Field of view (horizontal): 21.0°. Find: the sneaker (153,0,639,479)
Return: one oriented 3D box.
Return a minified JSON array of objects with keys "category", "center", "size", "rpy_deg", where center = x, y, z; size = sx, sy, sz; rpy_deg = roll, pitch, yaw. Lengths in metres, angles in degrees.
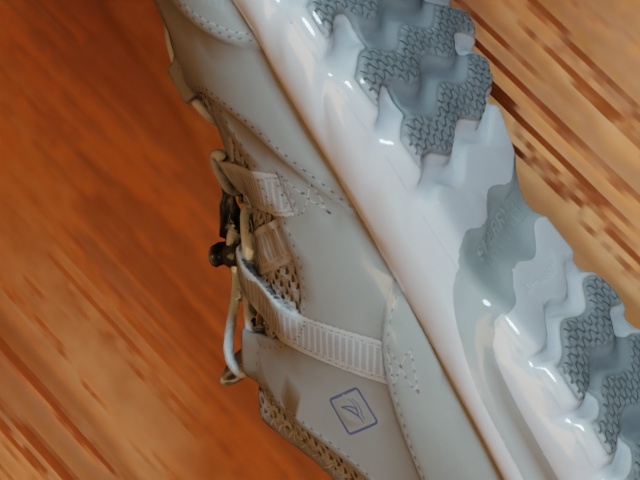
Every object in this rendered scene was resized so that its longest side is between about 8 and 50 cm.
[{"category":"sneaker","center":[0.000,0.000,0.499],"size":[0.115,0.105,0.281],"rpy_deg":[-32,83,28]}]
